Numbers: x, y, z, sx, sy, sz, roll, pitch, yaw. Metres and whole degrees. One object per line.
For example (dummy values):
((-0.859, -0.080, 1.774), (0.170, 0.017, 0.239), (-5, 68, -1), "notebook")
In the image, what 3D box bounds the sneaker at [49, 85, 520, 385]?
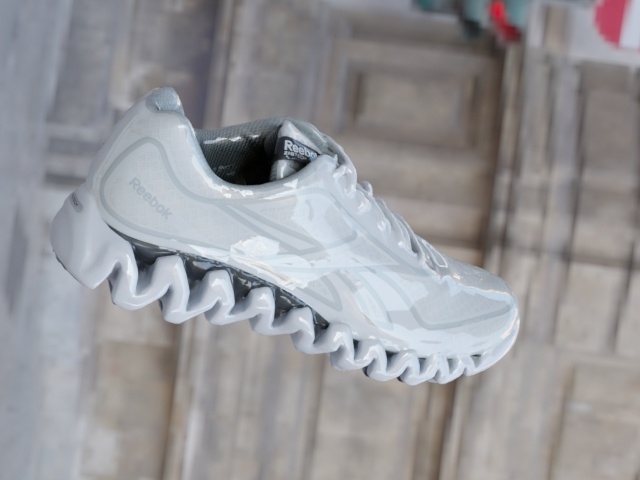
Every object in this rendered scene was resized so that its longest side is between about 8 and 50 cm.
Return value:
((0.000, 0.000, 1.111), (0.118, 0.292, 0.110), (-65, -150, 17), "sneaker")
